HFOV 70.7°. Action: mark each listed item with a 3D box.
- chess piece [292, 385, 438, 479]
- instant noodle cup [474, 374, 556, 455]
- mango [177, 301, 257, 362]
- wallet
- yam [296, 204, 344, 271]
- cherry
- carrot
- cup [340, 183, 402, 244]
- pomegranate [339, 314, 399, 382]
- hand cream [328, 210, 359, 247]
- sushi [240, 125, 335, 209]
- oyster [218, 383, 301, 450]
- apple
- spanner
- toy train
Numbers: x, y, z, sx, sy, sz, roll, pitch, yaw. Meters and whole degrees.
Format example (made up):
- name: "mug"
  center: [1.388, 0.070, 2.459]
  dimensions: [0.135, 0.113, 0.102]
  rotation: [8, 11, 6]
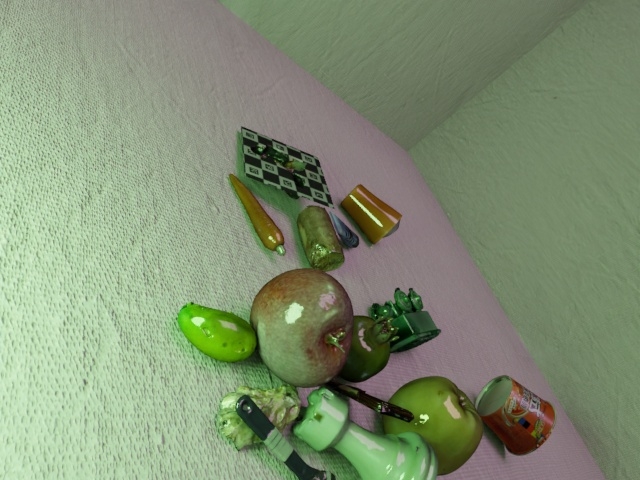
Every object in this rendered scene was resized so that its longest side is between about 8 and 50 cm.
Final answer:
- name: "chess piece"
  center: [0.088, 0.457, 1.000]
  dimensions: [0.299, 0.194, 0.194]
  rotation: [38, 27, -6]
- name: "instant noodle cup"
  center: [0.732, 0.657, 1.730]
  dimensions: [0.192, 0.250, 0.250]
  rotation: [40, 26, -1]
- name: "mango"
  center: [-0.214, 0.191, 0.936]
  dimensions: [0.179, 0.100, 0.119]
  rotation: [32, -9, -22]
- name: "wallet"
  center: [0.109, 0.385, 1.103]
  dimensions: [0.122, 0.232, 0.031]
  rotation: [33, 72, -32]
- name: "yam"
  center: [0.001, -0.001, 1.520]
  dimensions: [0.130, 0.128, 0.238]
  rotation: [1, 42, -21]
- name: "cherry"
  center: [-0.049, 0.189, 1.026]
  dimensions: [0.221, 0.260, 0.308]
  rotation: [-1, 10, -33]
- name: "carrot"
  center: [-0.198, -0.081, 1.386]
  dimensions: [0.335, 0.069, 0.069]
  rotation: [54, 24, 22]
- name: "cup"
  center: [0.223, -0.116, 2.031]
  dimensions: [0.264, 0.182, 0.226]
  rotation: [44, -8, 1]
- name: "pomegranate"
  center: [0.119, 0.278, 1.220]
  dimensions: [0.187, 0.225, 0.186]
  rotation: [24, 46, -27]
- name: "hand cream"
  center: [0.092, -0.027, 1.705]
  dimensions: [0.271, 0.058, 0.091]
  rotation: [41, 28, -63]
- name: "sushi"
  center: [-0.140, -0.250, 1.652]
  dimensions: [0.344, 0.064, 0.359]
  rotation: [18, 34, -26]
- name: "oyster"
  center: [-0.113, 0.348, 0.921]
  dimensions: [0.209, 0.072, 0.132]
  rotation: [23, 34, -42]
- name: "apple"
  center: [0.302, 0.497, 1.226]
  dimensions: [0.262, 0.262, 0.262]
  rotation: [39, 28, -25]
- name: "spanner"
  center: [-0.068, 0.421, 0.883]
  dimensions: [0.315, 0.024, 0.087]
  rotation: [54, 42, -19]
- name: "toy train"
  center: [0.298, 0.281, 1.609]
  dimensions: [0.266, 0.145, 0.201]
  rotation: [8, 51, -55]
